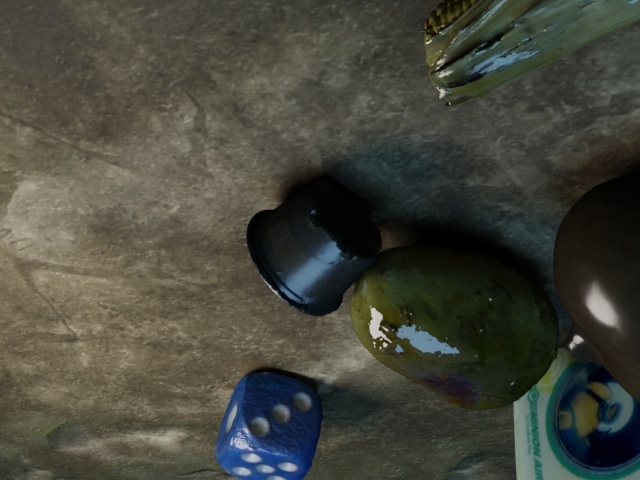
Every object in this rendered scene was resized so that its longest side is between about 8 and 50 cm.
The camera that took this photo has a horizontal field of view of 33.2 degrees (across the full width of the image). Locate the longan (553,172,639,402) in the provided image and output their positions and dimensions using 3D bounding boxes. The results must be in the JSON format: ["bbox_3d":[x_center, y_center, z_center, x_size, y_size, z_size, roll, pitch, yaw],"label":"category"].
[{"bbox_3d":[0.397,0.057,1.205,0.300,0.300,0.243,-21,173,34],"label":"longan"}]

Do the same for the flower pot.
[{"bbox_3d":[0.000,0.000,1.312,0.157,0.157,0.107,30,126,-27],"label":"flower pot"}]

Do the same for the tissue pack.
[{"bbox_3d":[0.455,0.264,1.465,0.388,0.287,0.162,-25,139,37],"label":"tissue pack"}]

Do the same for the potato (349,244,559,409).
[{"bbox_3d":[0.176,0.111,1.401,0.307,0.173,0.210,24,143,-26],"label":"potato"}]

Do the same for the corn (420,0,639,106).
[{"bbox_3d":[0.226,-0.222,0.972,0.305,0.123,0.122,-26,124,39],"label":"corn"}]

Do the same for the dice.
[{"bbox_3d":[-0.082,0.304,1.736,0.146,0.146,0.143,16,145,-12],"label":"dice"}]
